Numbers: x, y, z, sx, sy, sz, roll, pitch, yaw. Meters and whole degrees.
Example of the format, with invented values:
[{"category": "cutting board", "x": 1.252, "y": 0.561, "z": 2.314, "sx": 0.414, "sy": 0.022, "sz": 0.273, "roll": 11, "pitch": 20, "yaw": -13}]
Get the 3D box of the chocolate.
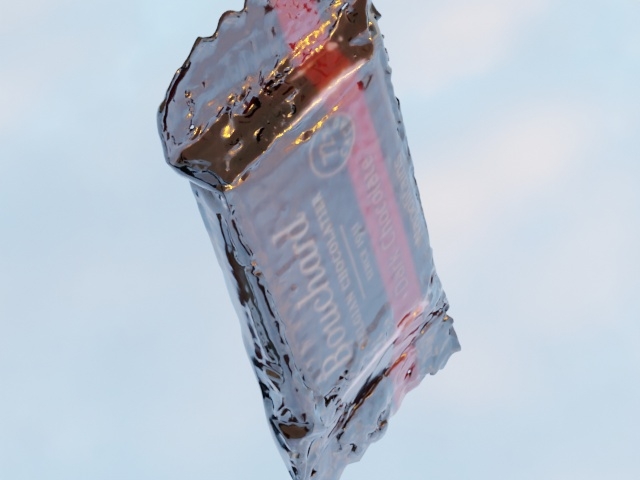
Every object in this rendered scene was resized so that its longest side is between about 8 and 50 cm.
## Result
[{"category": "chocolate", "x": 0.000, "y": 0.000, "z": 0.552, "sx": 0.028, "sy": 0.182, "sz": 0.086, "roll": 24, "pitch": -121, "yaw": 36}]
